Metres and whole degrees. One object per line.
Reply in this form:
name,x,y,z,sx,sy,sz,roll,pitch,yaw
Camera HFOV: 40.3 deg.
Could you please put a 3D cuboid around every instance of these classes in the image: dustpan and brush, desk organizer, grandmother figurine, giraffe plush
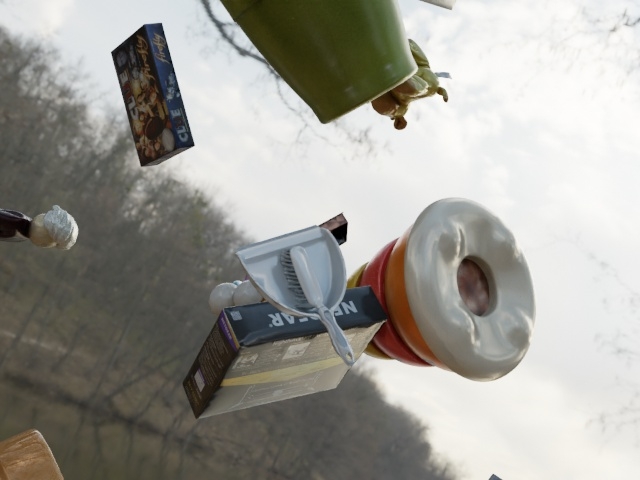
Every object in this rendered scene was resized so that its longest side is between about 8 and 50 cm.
dustpan and brush,-0.009,0.078,1.186,0.147,0.211,0.060,-17,-13,-28
desk organizer,0.000,0.000,1.656,0.050,0.130,0.047,57,-32,6
grandmother figurine,-0.660,-0.027,1.745,0.342,0.104,0.208,3,-1,-6
giraffe plush,0.186,-0.361,2.072,0.210,0.182,0.170,14,-38,-37

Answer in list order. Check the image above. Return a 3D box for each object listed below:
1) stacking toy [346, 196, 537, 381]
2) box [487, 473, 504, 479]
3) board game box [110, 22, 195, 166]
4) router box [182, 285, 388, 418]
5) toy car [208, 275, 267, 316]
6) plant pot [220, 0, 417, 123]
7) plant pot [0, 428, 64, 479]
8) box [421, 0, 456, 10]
stacking toy,0.160,0.136,1.767,0.350,0.351,0.479,30,-32,-30
box,0.238,0.473,1.325,0.056,0.183,0.231,33,-19,29
board game box,-0.330,-0.279,1.704,0.042,0.243,0.165,-15,0,-37
router box,-0.064,0.199,1.557,0.308,0.081,0.243,-6,-35,-34
toy car,-0.129,0.122,1.818,0.182,0.136,0.159,-10,-40,43
plant pot,0.022,-0.449,1.824,0.353,0.366,0.366,60,-22,-8
plant pot,-0.419,0.410,1.098,0.203,0.291,0.291,-17,6,-27
box,0.129,-0.421,1.303,0.130,0.091,0.170,36,23,28
